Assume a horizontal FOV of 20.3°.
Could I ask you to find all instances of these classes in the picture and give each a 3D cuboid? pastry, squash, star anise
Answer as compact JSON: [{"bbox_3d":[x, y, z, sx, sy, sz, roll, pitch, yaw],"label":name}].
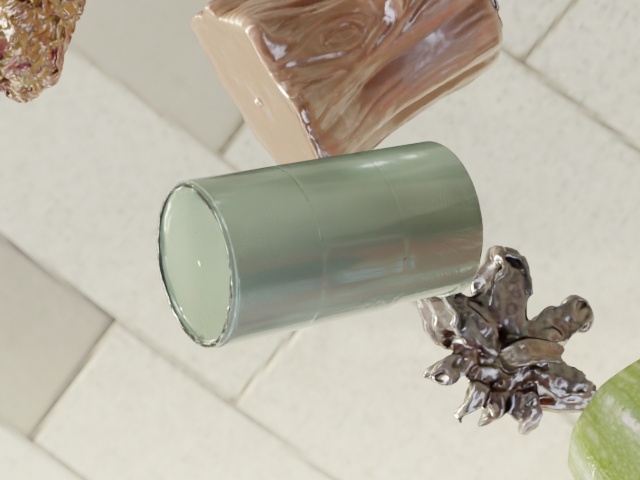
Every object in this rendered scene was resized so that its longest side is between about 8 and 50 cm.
[{"bbox_3d":[-0.211,-0.187,1.325,0.087,0.169,0.063,13,177,36],"label":"pastry"},{"bbox_3d":[0.245,0.150,1.152,0.123,0.170,0.170,46,154,43],"label":"squash"},{"bbox_3d":[0.216,0.110,1.973,0.099,0.220,0.214,165,97,-69],"label":"star anise"}]

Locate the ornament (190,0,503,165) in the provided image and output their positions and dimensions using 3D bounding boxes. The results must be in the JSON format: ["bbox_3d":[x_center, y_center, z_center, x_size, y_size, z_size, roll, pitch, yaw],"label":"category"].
[{"bbox_3d":[0.029,-0.182,1.615,0.221,0.217,0.235,47,165,38],"label":"ornament"}]

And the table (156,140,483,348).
[{"bbox_3d":[0.000,0.000,1.354,0.126,0.220,0.126,29,125,54],"label":"table"}]
